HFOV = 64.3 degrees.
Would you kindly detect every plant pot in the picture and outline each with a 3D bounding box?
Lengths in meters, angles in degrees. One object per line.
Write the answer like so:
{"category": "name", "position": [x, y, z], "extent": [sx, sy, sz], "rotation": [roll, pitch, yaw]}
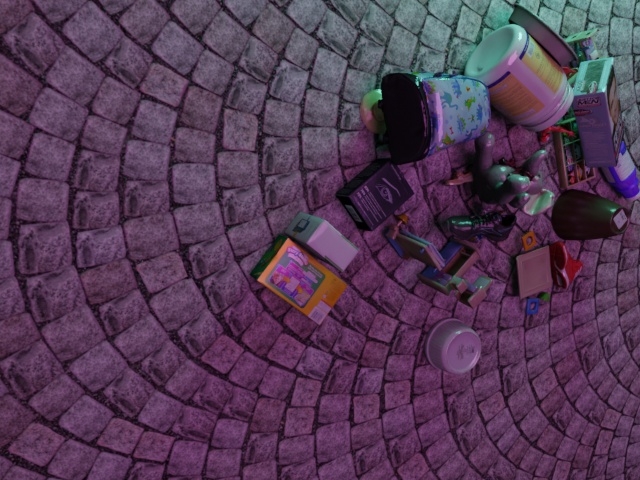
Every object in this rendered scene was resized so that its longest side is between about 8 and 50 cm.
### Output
{"category": "plant pot", "position": [1.092, -0.092, 2.031], "extent": [0.215, 0.230, 0.216], "rotation": [-4, 99, -23]}

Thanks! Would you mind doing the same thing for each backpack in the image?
{"category": "backpack", "position": [0.387, -0.417, 1.665], "extent": [0.355, 0.273, 0.290], "rotation": [-21, 105, -51]}

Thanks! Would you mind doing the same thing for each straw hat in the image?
{"category": "straw hat", "position": [0.206, -0.429, 1.686], "extent": [0.144, 0.061, 0.145], "rotation": [-4, 100, -22]}

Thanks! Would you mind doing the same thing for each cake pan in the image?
{"category": "cake pan", "position": [0.771, -0.711, 1.785], "extent": [0.293, 0.293, 0.054], "rotation": [30, 117, -24]}

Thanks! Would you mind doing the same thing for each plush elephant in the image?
{"category": "plush elephant", "position": [0.702, -0.224, 1.820], "extent": [0.255, 0.272, 0.330], "rotation": [-21, 145, -11]}

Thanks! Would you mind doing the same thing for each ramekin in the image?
{"category": "ramekin", "position": [0.507, 0.405, 1.924], "extent": [0.207, 0.109, 0.207], "rotation": [-4, 99, -23]}

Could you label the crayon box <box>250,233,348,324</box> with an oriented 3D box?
{"category": "crayon box", "position": [-0.066, 0.128, 1.646], "extent": [0.278, 0.081, 0.165], "rotation": [39, 82, -23]}

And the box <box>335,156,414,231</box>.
{"category": "box", "position": [0.182, -0.155, 1.693], "extent": [0.207, 0.108, 0.153], "rotation": [-40, 111, -13]}

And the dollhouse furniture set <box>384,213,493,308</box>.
{"category": "dollhouse furniture set", "position": [0.420, 0.025, 1.728], "extent": [0.198, 0.286, 0.303], "rotation": [-48, 124, -10]}

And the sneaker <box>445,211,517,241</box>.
{"category": "sneaker", "position": [0.565, -0.064, 1.788], "extent": [0.267, 0.106, 0.101], "rotation": [2, 56, -20]}

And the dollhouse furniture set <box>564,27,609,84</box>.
{"category": "dollhouse furniture set", "position": [0.969, -0.688, 1.937], "extent": [0.183, 0.129, 0.129], "rotation": [-41, 111, -12]}

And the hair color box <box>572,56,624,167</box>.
{"category": "hair color box", "position": [1.044, -0.468, 1.907], "extent": [0.374, 0.113, 0.185], "rotation": [49, 57, -40]}

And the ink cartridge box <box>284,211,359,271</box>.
{"category": "ink cartridge box", "position": [0.000, 0.000, 1.583], "extent": [0.154, 0.212, 0.093], "rotation": [40, 85, -24]}

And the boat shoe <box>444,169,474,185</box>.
{"category": "boat shoe", "position": [0.504, -0.228, 1.857], "extent": [0.135, 0.050, 0.045], "rotation": [-16, 101, -31]}

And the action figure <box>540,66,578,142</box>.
{"category": "action figure", "position": [0.922, -0.500, 1.925], "extent": [0.138, 0.091, 0.281], "rotation": [11, 118, 1]}

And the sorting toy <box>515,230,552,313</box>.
{"category": "sorting toy", "position": [0.858, 0.125, 2.067], "extent": [0.195, 0.047, 0.348], "rotation": [-17, 105, -25]}

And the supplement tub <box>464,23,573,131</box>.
{"category": "supplement tub", "position": [0.695, -0.557, 1.778], "extent": [0.331, 0.241, 0.241], "rotation": [31, 86, -25]}

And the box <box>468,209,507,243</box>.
{"category": "box", "position": [0.631, -0.053, 1.931], "extent": [0.168, 0.059, 0.054], "rotation": [-30, 107, -17]}

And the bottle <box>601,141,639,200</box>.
{"category": "bottle", "position": [1.266, -0.290, 2.150], "extent": [0.118, 0.092, 0.283], "rotation": [-45, 113, -10]}

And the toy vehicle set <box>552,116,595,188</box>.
{"category": "toy vehicle set", "position": [1.029, -0.361, 2.067], "extent": [0.165, 0.035, 0.267], "rotation": [-21, 106, -19]}

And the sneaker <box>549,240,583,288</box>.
{"category": "sneaker", "position": [1.021, 0.079, 2.121], "extent": [0.128, 0.087, 0.221], "rotation": [-31, 121, -25]}
